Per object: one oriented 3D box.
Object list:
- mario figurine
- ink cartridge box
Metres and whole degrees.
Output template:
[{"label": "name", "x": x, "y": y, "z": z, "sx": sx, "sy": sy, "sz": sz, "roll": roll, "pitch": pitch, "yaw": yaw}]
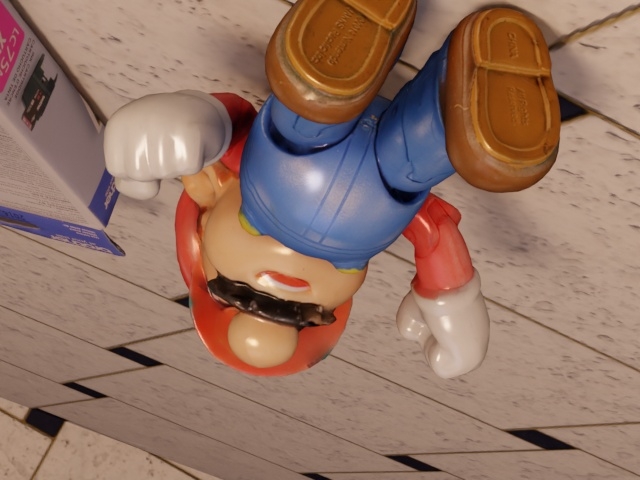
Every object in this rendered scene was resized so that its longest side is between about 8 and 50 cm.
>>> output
[{"label": "mario figurine", "x": 0.000, "y": 0.000, "z": 0.817, "sx": 0.198, "sy": 0.170, "sz": 0.320, "roll": 52, "pitch": 155, "yaw": 7}, {"label": "ink cartridge box", "x": -0.237, "y": -0.086, "z": 1.000, "sx": 0.186, "sy": 0.065, "sz": 0.311, "roll": 13, "pitch": 160, "yaw": 17}]
